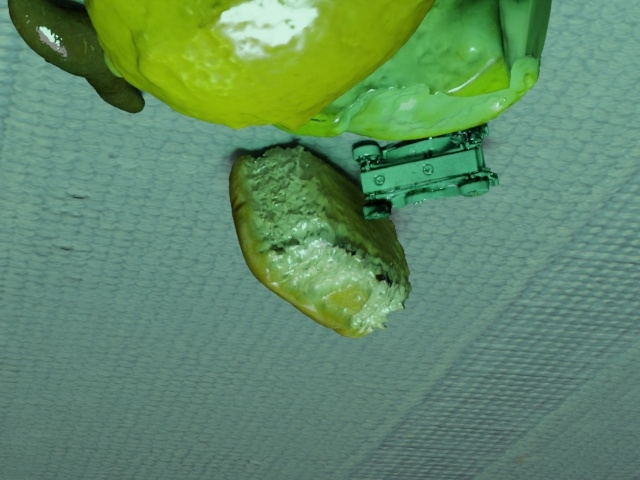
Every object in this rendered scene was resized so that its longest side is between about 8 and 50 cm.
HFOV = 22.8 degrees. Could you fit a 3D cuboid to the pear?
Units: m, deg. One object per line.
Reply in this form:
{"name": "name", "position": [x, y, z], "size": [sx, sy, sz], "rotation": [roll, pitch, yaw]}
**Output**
{"name": "pear", "position": [0.058, -0.165, 1.297], "size": [0.286, 0.176, 0.282], "rotation": [-10, 174, 15]}

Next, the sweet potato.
{"name": "sweet potato", "position": [-0.211, -0.169, 1.472], "size": [0.069, 0.059, 0.249], "rotation": [9, 165, 26]}

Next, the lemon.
{"name": "lemon", "position": [-0.034, -0.198, 1.064], "size": [0.288, 0.234, 0.233], "rotation": [-28, 147, 20]}

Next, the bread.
{"name": "bread", "position": [0.000, 0.000, 1.722], "size": [0.121, 0.174, 0.245], "rotation": [-35, 145, 18]}

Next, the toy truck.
{"name": "toy truck", "position": [0.115, -0.072, 1.685], "size": [0.154, 0.080, 0.078], "rotation": [-13, 172, 22]}
